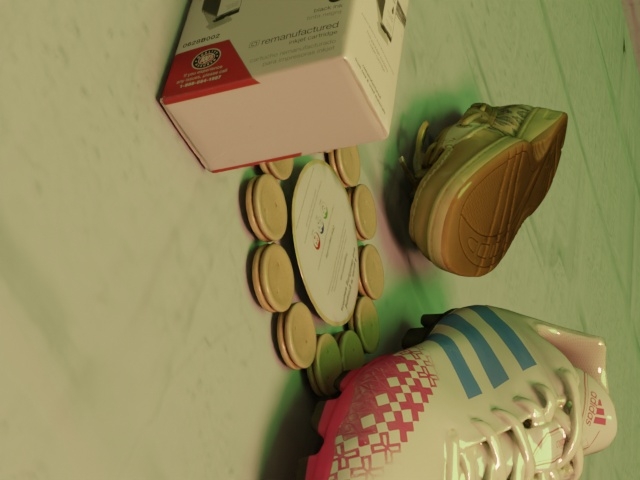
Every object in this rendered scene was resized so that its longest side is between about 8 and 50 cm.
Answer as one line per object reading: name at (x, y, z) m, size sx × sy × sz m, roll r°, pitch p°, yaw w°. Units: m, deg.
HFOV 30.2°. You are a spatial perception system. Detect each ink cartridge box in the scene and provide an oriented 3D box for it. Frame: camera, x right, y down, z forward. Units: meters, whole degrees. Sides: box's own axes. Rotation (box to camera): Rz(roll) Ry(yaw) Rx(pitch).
ink cartridge box at (-0.013, -0.108, 0.589) m, size 0.056 × 0.099 × 0.135 m, roll 57°, pitch 32°, yaw -43°

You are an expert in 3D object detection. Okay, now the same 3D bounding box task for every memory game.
memory game at (0.000, 0.000, 0.694) m, size 0.186 × 0.012 × 0.186 m, roll -9°, pitch 90°, yaw -68°

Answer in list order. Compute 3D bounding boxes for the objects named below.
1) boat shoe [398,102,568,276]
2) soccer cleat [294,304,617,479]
boat shoe at (0.116, -0.048, 0.913) m, size 0.285 × 0.089 × 0.104 m, roll -31°, pitch 137°, yaw -63°
soccer cleat at (0.094, 0.111, 0.690) m, size 0.331 × 0.143 × 0.116 m, roll -37°, pitch 127°, yaw -64°
